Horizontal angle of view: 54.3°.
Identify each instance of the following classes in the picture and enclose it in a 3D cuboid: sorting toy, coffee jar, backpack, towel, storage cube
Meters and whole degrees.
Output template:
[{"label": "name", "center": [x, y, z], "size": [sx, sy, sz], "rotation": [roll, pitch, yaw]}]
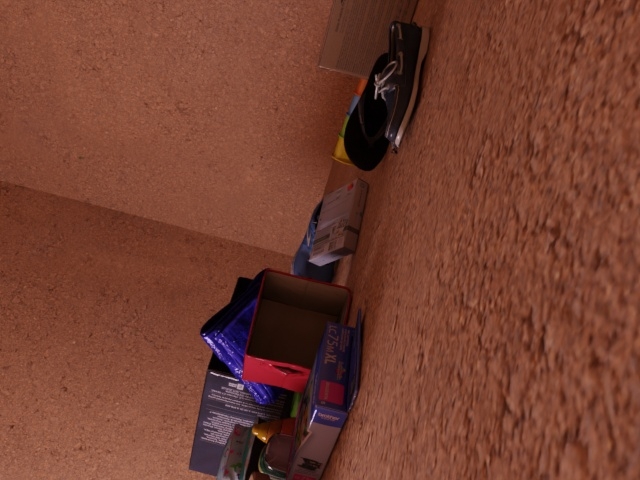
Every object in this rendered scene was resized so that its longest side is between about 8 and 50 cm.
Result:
[{"label": "sorting toy", "center": [-0.099, 0.420, 1.622], "size": [0.366, 0.126, 0.127], "rotation": [-85, 10, -66]}, {"label": "coffee jar", "center": [-0.080, 0.467, 1.332], "size": [0.184, 0.096, 0.079], "rotation": [112, 175, -62]}, {"label": "backpack", "center": [-0.179, 0.624, 1.672], "size": [0.254, 0.190, 0.225], "rotation": [101, 180, -45]}, {"label": "towel", "center": [-0.129, 0.244, 1.511], "size": [0.227, 0.076, 0.308], "rotation": [-43, -49, -18]}, {"label": "storage cube", "center": [-0.053, 0.198, 1.303], "size": [0.193, 0.183, 0.215], "rotation": [108, 175, -61]}]

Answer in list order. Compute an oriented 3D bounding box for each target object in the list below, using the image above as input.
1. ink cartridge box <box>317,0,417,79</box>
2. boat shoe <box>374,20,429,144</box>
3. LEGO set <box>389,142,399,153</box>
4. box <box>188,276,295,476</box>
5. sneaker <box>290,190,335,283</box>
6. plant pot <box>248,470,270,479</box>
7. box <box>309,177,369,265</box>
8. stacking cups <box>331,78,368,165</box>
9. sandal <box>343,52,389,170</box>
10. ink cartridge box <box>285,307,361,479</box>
[{"label": "ink cartridge box", "center": [0.115, -0.520, 1.524], "size": [0.088, 0.193, 0.235], "rotation": [-82, 8, -61]}, {"label": "boat shoe", "center": [0.137, -0.287, 1.109], "size": [0.095, 0.079, 0.255], "rotation": [115, 169, -71]}, {"label": "LEGO set", "center": [0.136, -0.185, 1.158], "size": [0.083, 0.023, 0.054], "rotation": [112, 172, -66]}, {"label": "box", "center": [-0.222, 0.465, 2.098], "size": [0.480, 0.297, 0.472], "rotation": [-81, 4, -58]}, {"label": "sneaker", "center": [0.000, 0.000, 1.758], "size": [0.147, 0.129, 0.330], "rotation": [106, 178, -65]}, {"label": "plant pot", "center": [-0.089, 0.526, 1.060], "size": [0.237, 0.109, 0.238], "rotation": [-166, 90, -84]}, {"label": "box", "center": [0.043, -0.043, 1.496], "size": [0.145, 0.038, 0.186], "rotation": [-25, 47, 52]}, {"label": "stacking cups", "center": [0.117, -0.368, 1.731], "size": [0.096, 0.095, 0.316], "rotation": [-83, 9, -66]}, {"label": "sandal", "center": [0.113, -0.273, 1.303], "size": [0.054, 0.097, 0.255], "rotation": [162, 123, -86]}, {"label": "ink cartridge box", "center": [0.004, 0.279, 1.077], "size": [0.186, 0.065, 0.311], "rotation": [-80, 7, -51]}]
